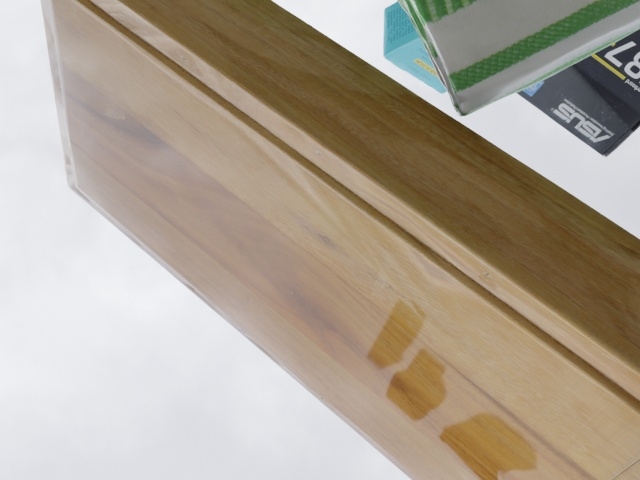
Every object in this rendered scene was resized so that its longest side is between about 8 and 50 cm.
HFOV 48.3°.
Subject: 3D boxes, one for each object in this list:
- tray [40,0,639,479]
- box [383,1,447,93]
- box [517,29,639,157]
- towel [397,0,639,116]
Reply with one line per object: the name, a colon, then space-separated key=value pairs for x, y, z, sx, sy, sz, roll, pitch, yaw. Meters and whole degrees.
tray: x=0.000 y=0.000 z=0.418 sx=0.411 sy=0.202 sz=0.076 roll=38 pitch=-127 yaw=18
box: x=0.182 y=-0.220 z=0.663 sx=0.101 sy=0.244 sz=0.060 roll=19 pitch=-115 yaw=-40
box: x=0.393 y=-0.362 z=1.080 sx=0.395 sy=0.318 sz=0.097 roll=34 pitch=-145 yaw=-9
towel: x=0.099 y=-0.255 z=0.344 sx=0.248 sy=0.038 sz=0.324 roll=-27 pitch=-87 yaw=1
